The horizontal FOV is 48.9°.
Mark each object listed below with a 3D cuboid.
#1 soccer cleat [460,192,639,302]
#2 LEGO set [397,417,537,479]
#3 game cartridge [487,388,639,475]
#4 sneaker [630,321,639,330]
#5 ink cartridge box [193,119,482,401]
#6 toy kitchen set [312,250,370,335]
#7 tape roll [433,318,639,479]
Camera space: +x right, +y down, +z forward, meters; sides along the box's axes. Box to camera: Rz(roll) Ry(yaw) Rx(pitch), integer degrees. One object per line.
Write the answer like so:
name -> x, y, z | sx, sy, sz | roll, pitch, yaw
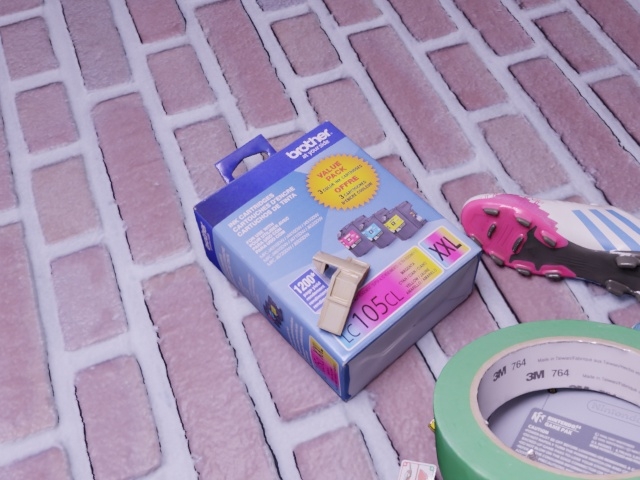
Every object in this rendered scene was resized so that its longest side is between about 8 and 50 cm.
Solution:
soccer cleat -> 0.383, -0.008, 1.084 | 0.331, 0.116, 0.143 | 20, 43, 12
LEGO set -> 0.156, 0.328, 0.837 | 0.182, 0.060, 0.244 | -1, 56, 32
game cartridge -> 0.339, 0.274, 0.848 | 0.297, 0.062, 0.198 | 13, 50, 42
sneaker -> 0.461, 0.174, 0.967 | 0.063, 0.073, 0.162 | 2, 56, 3
ink cartridge box -> 0.000, 0.000, 1.055 | 0.270, 0.151, 0.395 | -37, 61, -21
toy kitchen set -> 0.015, 0.062, 0.904 | 0.068, 0.075, 0.083 | 21, 21, 10
tape roll -> 0.288, 0.204, 0.781 | 0.321, 0.077, 0.321 | -7, 26, 3
